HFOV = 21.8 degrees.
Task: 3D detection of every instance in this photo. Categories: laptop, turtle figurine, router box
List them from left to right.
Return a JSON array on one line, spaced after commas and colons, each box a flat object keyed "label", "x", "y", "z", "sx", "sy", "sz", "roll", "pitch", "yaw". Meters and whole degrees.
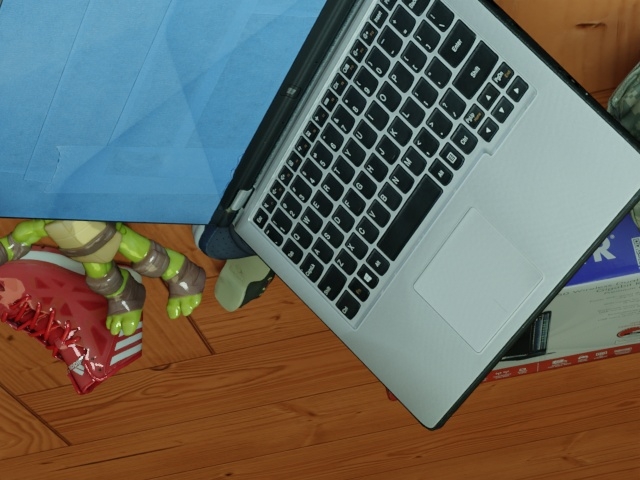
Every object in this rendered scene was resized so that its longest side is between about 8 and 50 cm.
[{"label": "turtle figurine", "x": -0.217, "y": 0.001, "z": 1.505, "sx": 0.269, "sy": 0.087, "sz": 0.217, "roll": -27, "pitch": 135, "yaw": 14}, {"label": "laptop", "x": -0.039, "y": -0.037, "z": 1.248, "sx": 0.236, "sy": 0.408, "sz": 0.382, "roll": -35, "pitch": 166, "yaw": -39}, {"label": "router box", "x": 0.225, "y": 0.076, "z": 1.907, "sx": 0.335, "sy": 0.082, "sz": 0.301, "roll": -11, "pitch": 158, "yaw": 2}]

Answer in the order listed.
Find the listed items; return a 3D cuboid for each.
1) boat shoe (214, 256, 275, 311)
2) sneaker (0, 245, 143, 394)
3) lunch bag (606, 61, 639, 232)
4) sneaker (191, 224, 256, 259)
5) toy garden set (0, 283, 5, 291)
[{"label": "boat shoe", "x": -0.069, "y": 0.025, "z": 1.706, "sx": 0.042, "sy": 0.049, "sz": 0.133, "roll": -30, "pitch": 164, "yaw": -35}, {"label": "sneaker", "x": -0.261, "y": 0.082, "z": 1.636, "sx": 0.221, "sy": 0.128, "sz": 0.087, "roll": 5, "pitch": 153, "yaw": -37}, {"label": "lunch bag", "x": 0.380, "y": -0.105, "z": 1.425, "sx": 0.287, "sy": 0.169, "sz": 0.235, "roll": -20, "pitch": 157, "yaw": 10}, {"label": "sneaker", "x": 0.000, "y": 0.000, "z": 1.523, "sx": 0.282, "sy": 0.153, "sz": 0.099, "roll": -24, "pitch": 154, "yaw": 31}, {"label": "toy garden set", "x": -0.370, "y": 0.007, "z": 1.370, "sx": 0.203, "sy": 0.049, "sz": 0.244, "roll": 1, "pitch": 153, "yaw": 26}]
